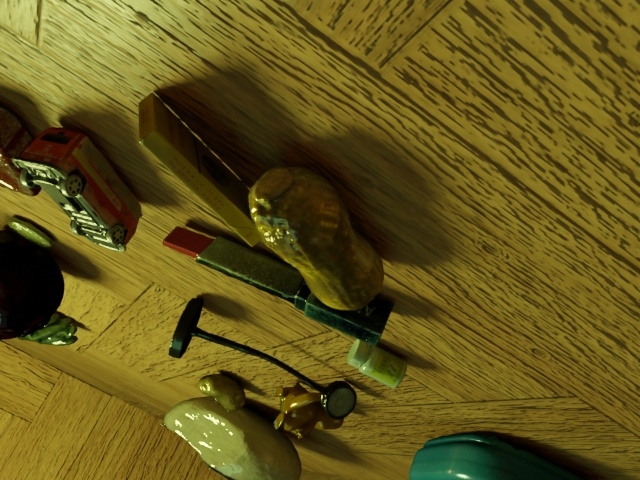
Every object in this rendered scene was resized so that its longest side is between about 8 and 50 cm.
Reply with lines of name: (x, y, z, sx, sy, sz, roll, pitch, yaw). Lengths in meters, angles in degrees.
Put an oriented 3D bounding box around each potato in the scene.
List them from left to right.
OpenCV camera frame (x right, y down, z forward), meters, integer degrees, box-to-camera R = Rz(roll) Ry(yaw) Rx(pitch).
potato: (-0.238, 0.368, 1.484, 0.092, 0.070, 0.138, 7, 147, 42)

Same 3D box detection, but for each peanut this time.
peanut: (0.000, 0.000, 0.601, 0.087, 0.087, 0.206, 4, 150, 35)

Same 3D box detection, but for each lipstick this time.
lipstick: (-0.061, 0.046, 0.775, 0.312, 0.051, 0.051, 23, 155, 7)

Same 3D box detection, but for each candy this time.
candy: (-0.224, 0.579, 1.727, 0.386, 0.186, 0.427, 14, 155, 39)

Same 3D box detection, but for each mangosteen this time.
mangosteen: (-0.599, 0.090, 1.159, 0.210, 0.209, 0.210, 19, 153, 10)

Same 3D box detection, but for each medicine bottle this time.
medicine bottle: (0.084, 0.184, 0.903, 0.083, 0.047, 0.047, 28, 153, -7)

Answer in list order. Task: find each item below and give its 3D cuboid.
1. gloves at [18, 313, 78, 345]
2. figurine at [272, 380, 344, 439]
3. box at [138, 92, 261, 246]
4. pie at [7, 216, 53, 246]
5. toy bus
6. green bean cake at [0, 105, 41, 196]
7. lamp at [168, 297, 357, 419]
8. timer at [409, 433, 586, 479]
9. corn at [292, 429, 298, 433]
gloves: (-0.795, 0.223, 1.661, 0.268, 0.107, 0.135, 21, -176, 2)
figurine: (-0.005, 0.346, 1.247, 0.122, 0.121, 0.176, -30, 140, 27)
box: (-0.113, -0.067, 0.584, 0.155, 0.023, 0.087, 46, -170, -36)
pie: (-0.522, -0.015, 1.083, 0.085, 0.017, 0.085, 21, 154, 11)
toy bus: (-0.283, -0.059, 0.735, 0.079, 0.077, 0.174, 12, 151, 23)
green bean cake: (-0.418, -0.124, 0.755, 0.136, 0.056, 0.135, 19, 154, 12)
lamp: (-0.100, 0.212, 1.102, 0.371, 0.130, 0.108, 21, 179, -23)
timer: (0.345, 0.468, 1.128, 0.309, 0.115, 0.340, 28, 153, -4)
corn: (-0.056, 0.408, 1.408, 0.068, 0.068, 0.207, 19, 152, 12)
